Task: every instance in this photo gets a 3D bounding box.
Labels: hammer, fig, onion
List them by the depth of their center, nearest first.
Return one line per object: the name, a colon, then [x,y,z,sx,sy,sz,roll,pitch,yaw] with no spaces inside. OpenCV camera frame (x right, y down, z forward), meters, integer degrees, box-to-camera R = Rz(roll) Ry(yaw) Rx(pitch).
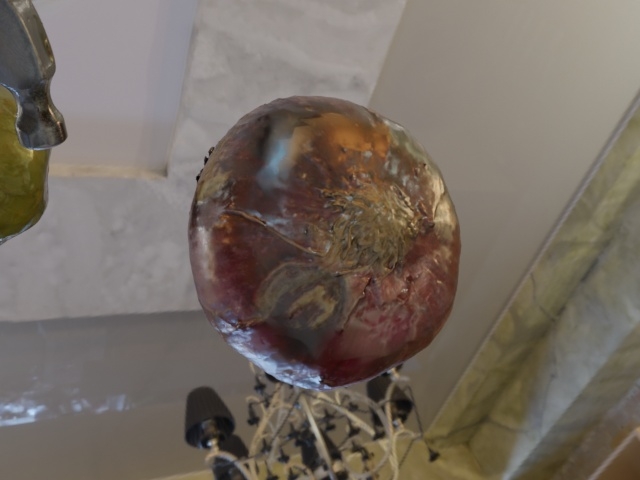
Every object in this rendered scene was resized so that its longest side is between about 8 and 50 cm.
hammer: [-0.317,-0.121,0.410,0.290,0.037,0.137,-2,-58,0]
onion: [0.000,0.000,0.563,0.246,0.246,0.190,11,-17,-35]
fig: [-0.479,-0.109,0.845,0.239,0.239,0.271,-32,-22,4]
